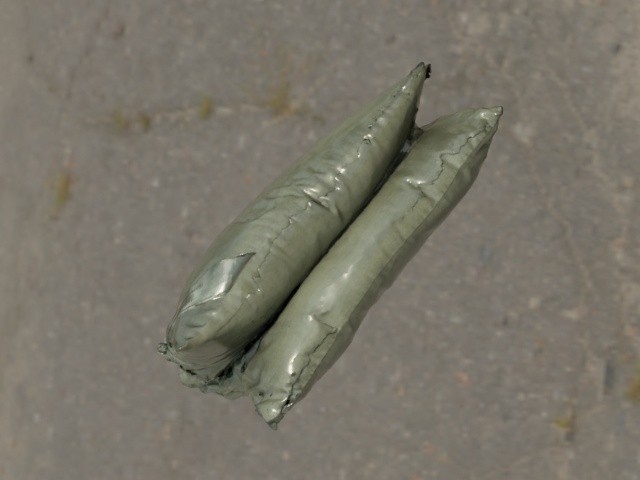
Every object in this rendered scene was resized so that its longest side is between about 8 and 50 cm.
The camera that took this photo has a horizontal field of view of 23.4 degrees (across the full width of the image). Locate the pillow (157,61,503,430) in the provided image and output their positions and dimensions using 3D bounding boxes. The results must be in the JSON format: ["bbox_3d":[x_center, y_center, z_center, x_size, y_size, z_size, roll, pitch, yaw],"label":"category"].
[{"bbox_3d":[0.000,0.000,0.735,0.181,0.078,0.134,-50,3,-12],"label":"pillow"}]
